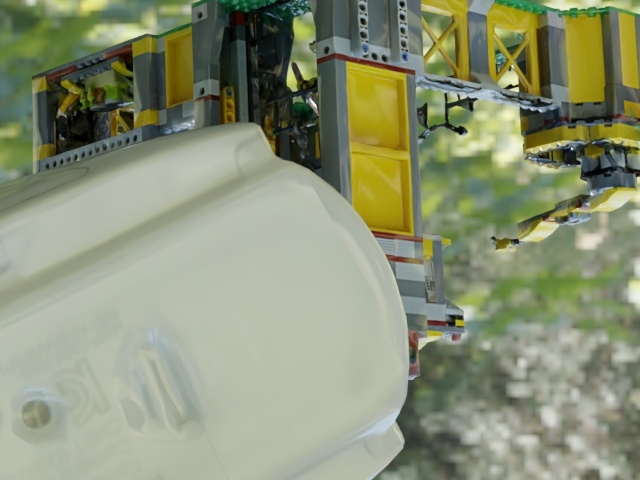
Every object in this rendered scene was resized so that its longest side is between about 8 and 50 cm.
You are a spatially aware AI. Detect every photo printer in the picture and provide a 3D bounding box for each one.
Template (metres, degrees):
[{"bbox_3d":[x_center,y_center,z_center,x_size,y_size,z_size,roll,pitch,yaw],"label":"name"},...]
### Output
[{"bbox_3d":[-0.147,0.066,0.537,0.256,0.107,0.307,-28,-171,-23],"label":"photo printer"}]

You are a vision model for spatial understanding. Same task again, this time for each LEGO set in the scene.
[{"bbox_3d":[0.000,0.000,0.928,0.331,0.192,0.255,-10,167,38],"label":"LEGO set"}]
